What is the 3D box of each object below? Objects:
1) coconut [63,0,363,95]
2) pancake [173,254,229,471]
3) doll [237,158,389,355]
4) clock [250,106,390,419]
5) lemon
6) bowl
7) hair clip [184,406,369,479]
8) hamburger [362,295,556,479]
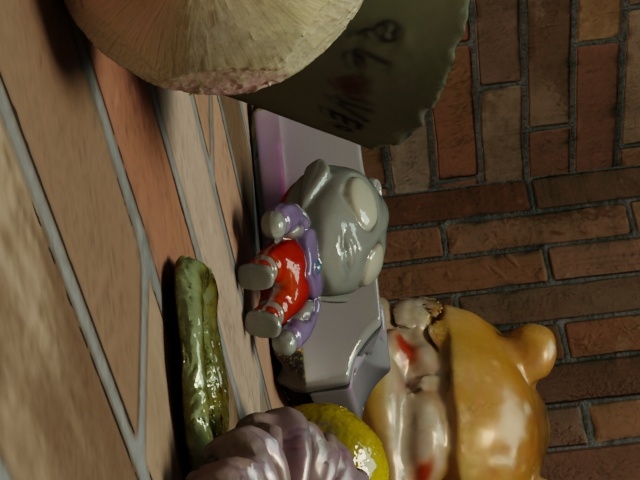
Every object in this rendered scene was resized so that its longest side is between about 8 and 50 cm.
[{"bbox_3d":[-0.035,-0.102,0.497,0.124,0.110,0.110,-120,-157,-80],"label":"coconut"},{"bbox_3d":[-0.051,0.057,0.670,0.108,0.017,0.108,175,-90,-89],"label":"pancake"},{"bbox_3d":[0.000,0.000,1.035,0.227,0.075,0.102,-39,128,-62],"label":"doll"},{"bbox_3d":[0.003,0.011,1.214,0.186,0.083,0.253,76,7,-74],"label":"clock"},{"bbox_3d":[-0.001,0.132,0.874,0.111,0.082,0.082,93,-8,-65],"label":"lemon"},{"bbox_3d":[-0.013,-0.146,0.645,0.211,0.112,0.211,-174,-90,-76],"label":"bowl"},{"bbox_3d":[0.002,0.221,0.624,0.173,0.069,0.300,-14,99,-71],"label":"hair clip"},{"bbox_3d":[0.110,0.181,1.487,0.276,0.236,0.276,-4,90,-87],"label":"hamburger"}]
